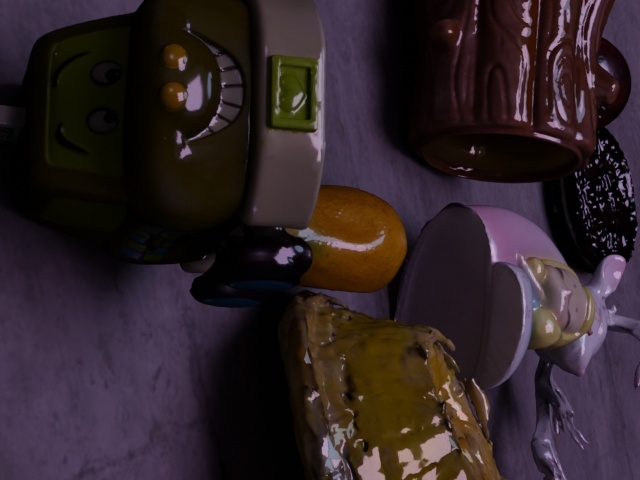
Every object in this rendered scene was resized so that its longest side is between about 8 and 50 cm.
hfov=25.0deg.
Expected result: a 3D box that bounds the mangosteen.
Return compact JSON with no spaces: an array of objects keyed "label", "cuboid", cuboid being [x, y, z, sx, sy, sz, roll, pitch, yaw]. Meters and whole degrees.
[{"label":"mangosteen","cuboid":[0.285,-0.190,1.643,0.140,0.140,0.140,19,67,-54]}]

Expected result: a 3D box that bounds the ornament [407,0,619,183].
[{"label":"ornament","cuboid":[0.188,-0.180,1.411,0.235,0.221,0.217,64,30,-72]}]

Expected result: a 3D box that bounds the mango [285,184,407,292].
[{"label":"mango","cuboid":[-0.003,-0.001,1.163,0.165,0.115,0.089,5,100,-35]}]

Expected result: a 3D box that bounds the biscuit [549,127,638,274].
[{"label":"biscuit","cuboid":[0.327,-0.053,1.721,0.194,0.053,0.194,20,65,-53]}]

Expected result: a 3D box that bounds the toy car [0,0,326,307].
[{"label":"toy car","cuboid":[-0.112,-0.067,0.932,0.198,0.248,0.204,4,78,-17]}]

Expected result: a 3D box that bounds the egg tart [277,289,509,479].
[{"label":"egg tart","cuboid":[0.071,0.166,1.143,0.315,0.120,0.315,60,14,-26]}]

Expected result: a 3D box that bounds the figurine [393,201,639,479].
[{"label":"figurine","cuboid":[0.224,0.129,1.394,0.316,0.206,0.284,9,56,-45]}]
